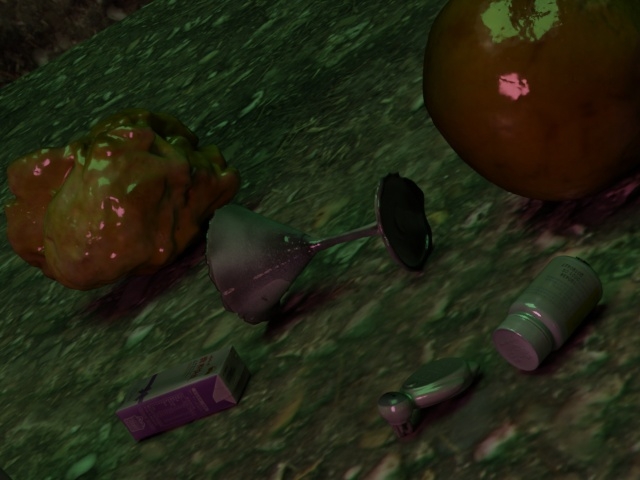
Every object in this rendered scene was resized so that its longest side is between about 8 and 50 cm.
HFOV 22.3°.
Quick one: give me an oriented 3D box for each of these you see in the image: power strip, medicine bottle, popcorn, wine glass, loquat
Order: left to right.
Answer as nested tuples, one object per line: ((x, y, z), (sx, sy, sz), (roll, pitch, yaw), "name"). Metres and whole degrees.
((-0.221, -0.037, 1.795), (0.253, 0.191, 0.190), (-30, 53, 13), "popcorn")
((0.000, 0.000, 1.459), (0.182, 0.122, 0.122), (-17, 25, 29), "wine glass")
((0.081, 0.114, 1.196), (0.083, 0.035, 0.055), (-28, 16, -25), "power strip")
((0.164, 0.052, 1.174), (0.083, 0.047, 0.047), (-46, 23, -29), "medicine bottle")
((0.204, -0.132, 1.326), (0.246, 0.213, 0.213), (6, 43, 48), "loquat")

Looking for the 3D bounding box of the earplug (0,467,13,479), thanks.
((-0.392, 0.302, 1.291), (0.324, 0.185, 0.185), (-31, 19, 26), "earplug")

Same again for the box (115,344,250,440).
((-0.121, 0.135, 1.438), (0.117, 0.036, 0.051), (-21, 23, 28), "box")
